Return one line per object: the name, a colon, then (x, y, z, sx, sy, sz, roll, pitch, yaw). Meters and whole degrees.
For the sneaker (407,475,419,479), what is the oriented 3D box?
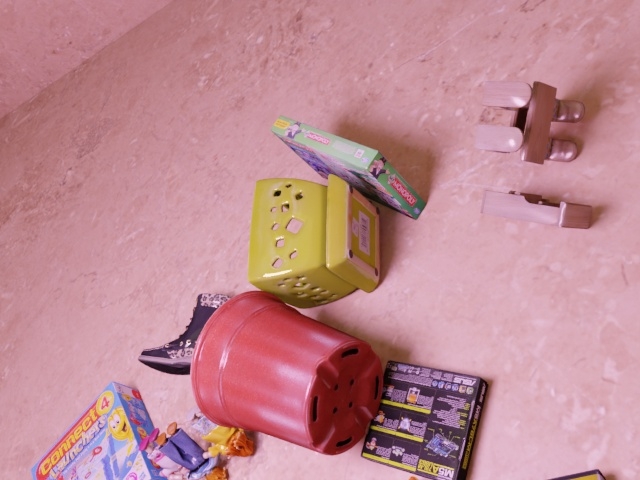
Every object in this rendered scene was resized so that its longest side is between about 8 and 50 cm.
sneaker: (0.106, 0.463, 1.137, 0.175, 0.064, 0.067, -33, 28, 10)

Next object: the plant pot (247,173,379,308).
plant pot: (0.000, 0.000, 1.378, 0.207, 0.227, 0.228, -10, 67, 26)

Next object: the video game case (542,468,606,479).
video game case: (0.286, 0.469, 0.948, 0.274, 0.035, 0.248, -24, 33, 26)

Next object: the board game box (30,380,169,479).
board game box: (-0.500, 0.538, 1.529, 0.308, 0.086, 0.302, -47, 46, 4)

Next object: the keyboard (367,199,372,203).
keyboard: (0.028, -0.063, 1.541, 0.180, 0.023, 0.108, 19, 76, 44)

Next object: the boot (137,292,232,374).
boot: (-0.308, 0.220, 1.582, 0.236, 0.085, 0.179, -5, 58, 28)

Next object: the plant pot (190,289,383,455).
plant pot: (-0.047, 0.248, 1.224, 0.265, 0.272, 0.272, 10, 70, 42)

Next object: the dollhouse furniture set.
dollhouse furniture set: (0.397, -0.153, 1.189, 0.161, 0.212, 0.242, 15, 100, 44)

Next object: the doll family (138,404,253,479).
doll family: (-0.233, 0.417, 1.354, 0.263, 0.163, 0.118, -42, 21, 5)

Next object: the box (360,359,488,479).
box: (0.180, 0.314, 1.174, 0.190, 0.045, 0.184, 2, 67, 38)

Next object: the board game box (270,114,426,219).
board game box: (0.056, -0.160, 1.446, 0.317, 0.213, 0.046, 29, 83, 44)
